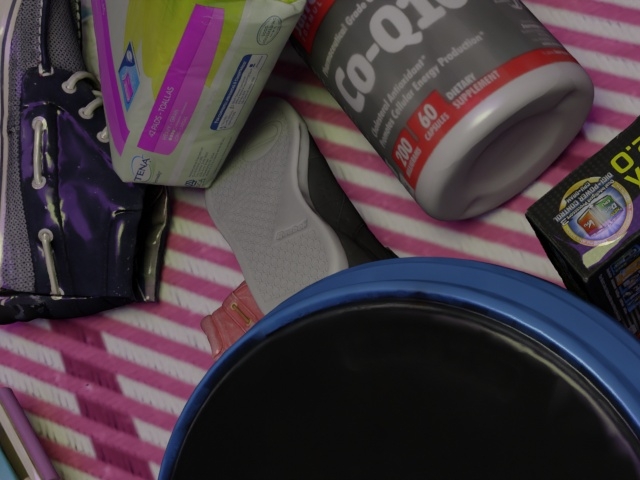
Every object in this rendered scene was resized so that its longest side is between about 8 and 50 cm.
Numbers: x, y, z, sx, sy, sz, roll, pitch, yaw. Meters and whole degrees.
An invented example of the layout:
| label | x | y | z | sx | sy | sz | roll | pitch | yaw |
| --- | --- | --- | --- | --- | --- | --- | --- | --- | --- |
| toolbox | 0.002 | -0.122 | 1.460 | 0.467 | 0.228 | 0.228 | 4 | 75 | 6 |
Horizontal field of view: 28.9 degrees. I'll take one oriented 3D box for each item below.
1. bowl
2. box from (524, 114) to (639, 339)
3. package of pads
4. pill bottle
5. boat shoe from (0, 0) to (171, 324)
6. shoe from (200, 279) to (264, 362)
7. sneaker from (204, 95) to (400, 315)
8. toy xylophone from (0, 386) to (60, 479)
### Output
| label | x | y | z | sx | sy | sz | roll | pitch | yaw |
| --- | --- | --- | --- | --- | --- | --- | --- | --- | --- |
| bowl | 0.063 | 0.205 | 0.778 | 0.391 | 0.077 | 0.391 | 1 | 92 | 26 |
| box | 0.257 | -0.031 | 0.836 | 0.216 | 0.270 | 0.060 | -39 | 67 | 4 |
| package of pads | -0.112 | -0.226 | 0.996 | 0.101 | 0.229 | 0.297 | 3 | 54 | -24 |
| pill bottle | 0.069 | -0.167 | 0.987 | 0.161 | 0.161 | 0.283 | -39 | 67 | 5 |
| boat shoe | -0.205 | -0.094 | 1.087 | 0.158 | 0.127 | 0.341 | 1 | 86 | 15 |
| shoe | -0.026 | 0.107 | 1.005 | 0.081 | 0.063 | 0.178 | -41 | 63 | 6 |
| sneaker | 0.000 | 0.000 | 1.008 | 0.104 | 0.147 | 0.296 | -41 | 37 | 14 |
| toy xylophone | -0.371 | 0.238 | 1.069 | 0.323 | 0.081 | 0.236 | -45 | 67 | 2 |
